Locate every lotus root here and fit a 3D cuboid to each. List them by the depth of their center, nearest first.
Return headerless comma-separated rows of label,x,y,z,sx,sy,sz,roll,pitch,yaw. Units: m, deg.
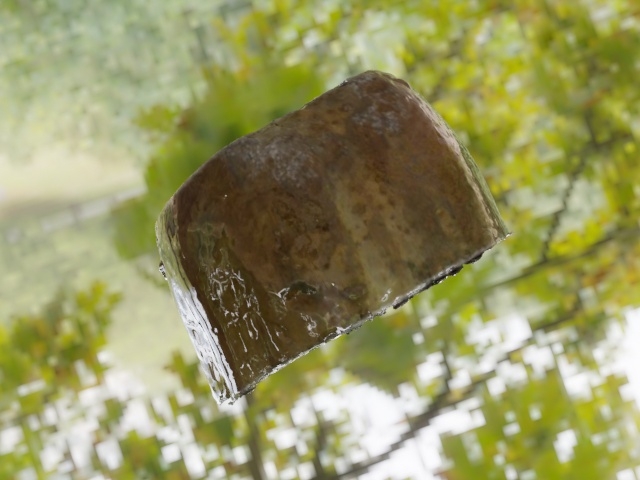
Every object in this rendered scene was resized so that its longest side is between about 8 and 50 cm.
lotus root,-0.001,0.001,0.717,0.122,0.081,0.112,-31,173,-26
